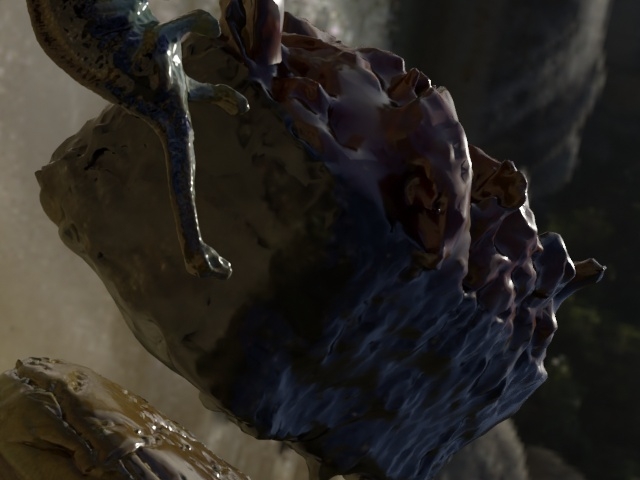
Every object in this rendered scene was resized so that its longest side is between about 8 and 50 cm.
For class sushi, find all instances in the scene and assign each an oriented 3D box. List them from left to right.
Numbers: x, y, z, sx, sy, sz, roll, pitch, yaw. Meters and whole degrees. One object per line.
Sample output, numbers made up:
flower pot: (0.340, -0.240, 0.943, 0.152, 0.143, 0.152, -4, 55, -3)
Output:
sushi: (0.000, 0.000, 0.786, 0.182, 0.196, 0.343, -49, 151, -2)

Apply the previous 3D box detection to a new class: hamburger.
hamburger: (-0.137, 0.188, 1.086, 0.132, 0.309, 0.211, -51, 159, 0)

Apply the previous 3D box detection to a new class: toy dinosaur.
toy dinosaur: (-0.064, -0.070, 0.524, 0.058, 0.180, 0.037, -20, 157, -47)
